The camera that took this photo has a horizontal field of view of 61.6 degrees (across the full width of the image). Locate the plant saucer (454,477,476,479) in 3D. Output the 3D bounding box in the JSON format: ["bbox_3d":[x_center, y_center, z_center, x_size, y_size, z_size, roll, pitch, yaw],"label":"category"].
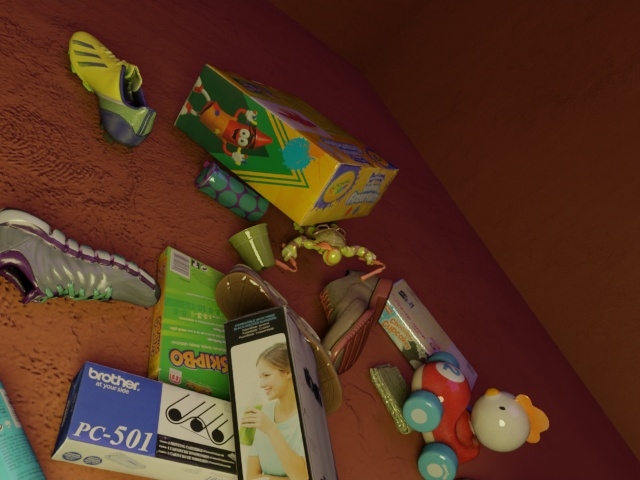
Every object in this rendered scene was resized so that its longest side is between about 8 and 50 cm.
[{"bbox_3d":[0.342,0.583,1.016,0.278,0.041,0.277,38,26,-22],"label":"plant saucer"}]

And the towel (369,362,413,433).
[{"bbox_3d":[0.159,0.323,1.109,0.110,0.027,0.148,11,43,-57],"label":"towel"}]

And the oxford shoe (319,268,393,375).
[{"bbox_3d":[0.046,0.157,1.103,0.130,0.123,0.348,24,23,12],"label":"oxford shoe"}]

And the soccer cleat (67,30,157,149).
[{"bbox_3d":[-0.381,-0.300,1.000,0.093,0.121,0.289,7,47,-57],"label":"soccer cleat"}]

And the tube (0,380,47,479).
[{"bbox_3d":[-0.271,0.223,0.482,0.207,0.052,0.080,54,-5,12],"label":"tube"}]

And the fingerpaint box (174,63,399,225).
[{"bbox_3d":[-0.054,-0.213,1.278,0.371,0.163,0.445,38,18,14],"label":"fingerpaint box"}]

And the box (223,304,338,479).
[{"bbox_3d":[-0.042,0.249,0.674,0.169,0.087,0.289,67,8,-55],"label":"box"}]

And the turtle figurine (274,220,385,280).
[{"bbox_3d":[0.000,0.000,1.197,0.270,0.087,0.217,3,23,-15],"label":"turtle figurine"}]

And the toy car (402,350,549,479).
[{"bbox_3d":[0.313,0.331,1.045,0.219,0.238,0.210,-30,105,-63],"label":"toy car"}]

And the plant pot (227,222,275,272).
[{"bbox_3d":[-0.124,0.020,1.030,0.083,0.083,0.079,-13,77,-64],"label":"plant pot"}]

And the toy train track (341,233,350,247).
[{"bbox_3d":[0.062,0.009,1.439,0.048,0.014,0.083,31,23,-21],"label":"toy train track"}]

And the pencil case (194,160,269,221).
[{"bbox_3d":[-0.182,-0.100,1.113,0.152,0.064,0.070,34,40,-30],"label":"pencil case"}]

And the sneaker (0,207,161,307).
[{"bbox_3d":[-0.313,0.054,0.667,0.224,0.083,0.098,31,50,-27],"label":"sneaker"}]

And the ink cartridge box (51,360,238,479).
[{"bbox_3d":[-0.185,0.218,0.618,0.207,0.046,0.097,26,31,-27],"label":"ink cartridge box"}]

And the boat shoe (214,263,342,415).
[{"bbox_3d":[-0.057,0.158,0.869,0.285,0.105,0.089,58,10,-10],"label":"boat shoe"}]

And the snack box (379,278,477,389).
[{"bbox_3d":[0.259,0.252,1.347,0.322,0.060,0.187,53,23,10],"label":"snack box"}]

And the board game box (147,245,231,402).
[{"bbox_3d":[-0.187,0.128,0.795,0.124,0.039,0.259,32,26,-33],"label":"board game box"}]
